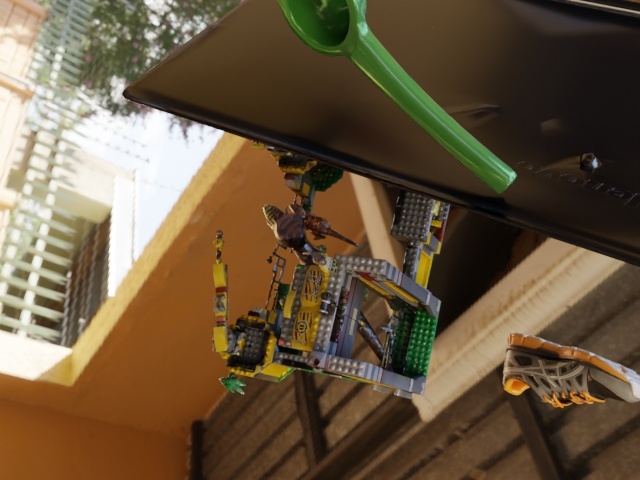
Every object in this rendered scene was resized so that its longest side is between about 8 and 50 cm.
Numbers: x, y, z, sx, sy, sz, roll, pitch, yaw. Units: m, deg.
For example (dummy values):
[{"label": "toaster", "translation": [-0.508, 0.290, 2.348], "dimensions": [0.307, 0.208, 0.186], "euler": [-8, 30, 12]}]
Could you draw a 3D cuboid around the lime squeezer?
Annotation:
[{"label": "lime squeezer", "translation": [0.012, -0.157, 0.426], "dimensions": [0.059, 0.109, 0.311], "euler": [-40, -122, 42]}]

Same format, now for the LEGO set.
[{"label": "LEGO set", "translation": [0.000, 0.000, 0.672], "dimensions": [0.254, 0.192, 0.332], "euler": [16, -99, 29]}]

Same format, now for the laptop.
[{"label": "laptop", "translation": [0.131, -0.094, 0.613], "dimensions": [0.381, 0.408, 0.237], "euler": [21, -97, 22]}]

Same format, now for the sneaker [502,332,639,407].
[{"label": "sneaker", "translation": [0.325, 0.182, 0.930], "dimensions": [0.214, 0.084, 0.083], "euler": [6, -107, 61]}]
